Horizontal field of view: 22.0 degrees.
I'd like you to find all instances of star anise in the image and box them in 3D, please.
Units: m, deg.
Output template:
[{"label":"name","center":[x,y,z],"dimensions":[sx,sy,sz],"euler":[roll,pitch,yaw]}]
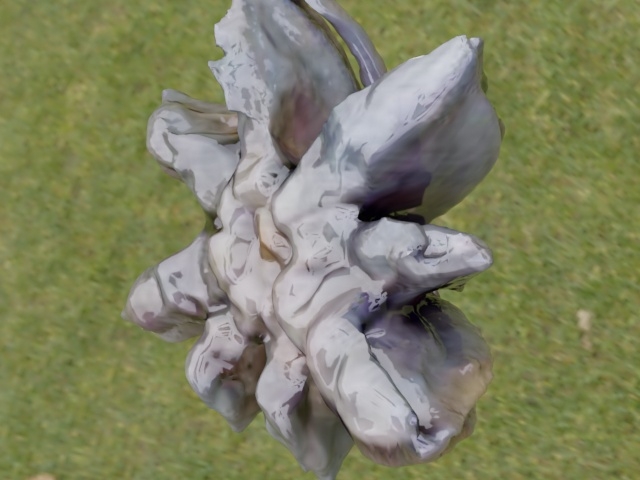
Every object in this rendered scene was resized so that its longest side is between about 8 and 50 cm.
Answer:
[{"label":"star anise","center":[0.000,0.000,0.650],"dimensions":[0.229,0.093,0.236],"euler":[-56,46,35]}]
